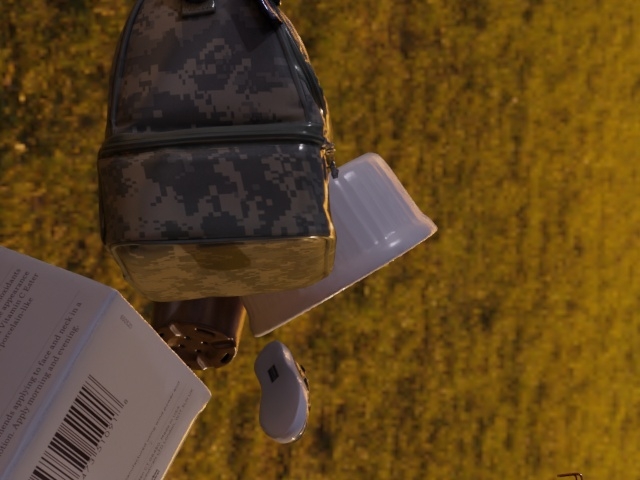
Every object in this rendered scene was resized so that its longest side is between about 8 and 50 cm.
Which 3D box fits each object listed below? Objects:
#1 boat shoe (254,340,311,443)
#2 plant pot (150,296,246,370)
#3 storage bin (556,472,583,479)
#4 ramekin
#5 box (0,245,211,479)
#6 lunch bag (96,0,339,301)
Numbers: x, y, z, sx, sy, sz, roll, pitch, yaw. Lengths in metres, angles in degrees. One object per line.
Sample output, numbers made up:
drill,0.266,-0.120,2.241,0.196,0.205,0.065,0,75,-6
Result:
boat shoe,-0.027,0.136,1.066,0.040,0.049,0.142,43,13,-23
plant pot,-0.172,0.084,1.735,0.167,0.167,0.165,65,25,-48
storage bin,0.255,0.305,1.315,0.135,0.091,0.098,86,-6,-80
ramekin,0.000,0.000,1.586,0.135,0.277,0.277,59,24,0
box,-0.189,0.129,0.815,0.181,0.119,0.182,-62,153,-19
lunch bag,-0.093,-0.092,1.141,0.305,0.213,0.256,88,-4,-79
